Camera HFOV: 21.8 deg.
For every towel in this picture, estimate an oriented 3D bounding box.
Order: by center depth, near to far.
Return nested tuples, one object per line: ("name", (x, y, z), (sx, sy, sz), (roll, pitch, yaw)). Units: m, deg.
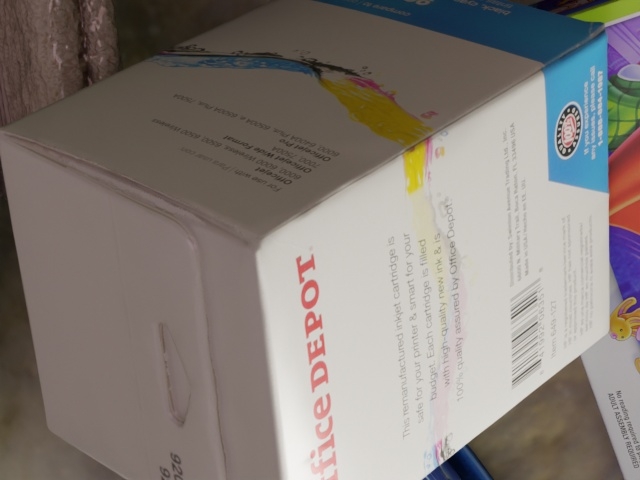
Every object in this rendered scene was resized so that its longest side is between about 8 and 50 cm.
("towel", (-0.150, -0.136, 0.839), (0.049, 0.187, 0.282), (-12, 109, -22))

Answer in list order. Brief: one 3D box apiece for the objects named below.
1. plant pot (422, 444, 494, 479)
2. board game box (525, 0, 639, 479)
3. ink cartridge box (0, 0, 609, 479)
("plant pot", (0.014, 0.220, 0.902), (0.236, 0.212, 0.236), (-33, 99, 19))
("board game box", (0.246, 0.017, 0.859), (0.233, 0.078, 0.347), (-18, 103, 16))
("ink cartridge box", (0.000, 0.000, 0.770), (0.168, 0.232, 0.171), (22, 129, 38))
